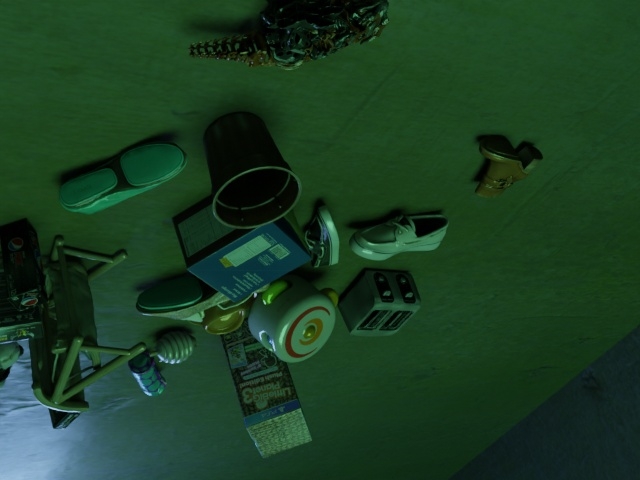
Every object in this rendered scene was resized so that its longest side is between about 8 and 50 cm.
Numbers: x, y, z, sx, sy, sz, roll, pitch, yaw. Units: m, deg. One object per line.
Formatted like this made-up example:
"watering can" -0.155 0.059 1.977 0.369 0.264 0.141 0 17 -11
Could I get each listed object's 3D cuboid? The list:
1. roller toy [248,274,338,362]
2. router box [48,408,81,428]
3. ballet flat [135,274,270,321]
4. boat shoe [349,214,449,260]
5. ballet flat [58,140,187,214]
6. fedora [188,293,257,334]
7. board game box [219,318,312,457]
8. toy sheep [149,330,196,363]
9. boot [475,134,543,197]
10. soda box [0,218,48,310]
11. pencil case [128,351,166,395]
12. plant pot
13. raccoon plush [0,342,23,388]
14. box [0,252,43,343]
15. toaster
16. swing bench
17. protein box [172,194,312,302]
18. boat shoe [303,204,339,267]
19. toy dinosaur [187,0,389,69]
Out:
"roller toy" -0.063 0.194 1.948 0.209 0.146 0.191 4 113 -46
"router box" -0.637 0.392 1.975 0.092 0.122 0.038 -41 146 27
"ballet flat" -0.258 0.128 1.822 0.316 0.107 0.106 -18 131 -4
"boat shoe" 0.193 -0.018 1.898 0.268 0.096 0.088 -3 138 -29
"ballet flat" -0.359 -0.115 1.474 0.247 0.083 0.087 -21 171 -1
"fedora" -0.235 0.172 1.933 0.194 0.079 0.194 -15 146 -11
"board game box" -0.144 0.379 2.085 0.141 0.291 0.232 -19 147 -5
"toy sheep" -0.368 0.269 1.991 0.132 0.091 0.091 -20 152 -38
"boot" 0.403 -0.161 1.838 0.197 0.072 0.152 9 140 -34
"soda box" -0.555 0.044 1.488 0.060 0.168 0.053 -19 147 -5
"pencil case" -0.448 0.347 2.073 0.070 0.064 0.151 -5 147 3
"plant pot" -0.138 -0.136 1.475 0.167 0.165 0.167 -15 145 -11
"raccoon plush" -0.848 0.232 1.621 0.447 0.216 0.299 6 151 -10
"box" -0.660 0.115 1.517 0.231 0.183 0.056 -7 143 -22
"toaster" 0.150 0.171 2.124 0.168 0.110 0.185 7 137 -35
"swing bench" -0.507 0.176 1.626 0.165 0.253 0.255 17 130 -43
"protein box" -0.163 -0.002 1.677 0.201 0.136 0.200 -30 146 11
"boat shoe" 0.000 0.000 1.826 0.070 0.077 0.219 -18 148 -8
"toy dinosaur" -0.039 -0.337 1.278 0.322 0.164 0.218 -37 167 -15
